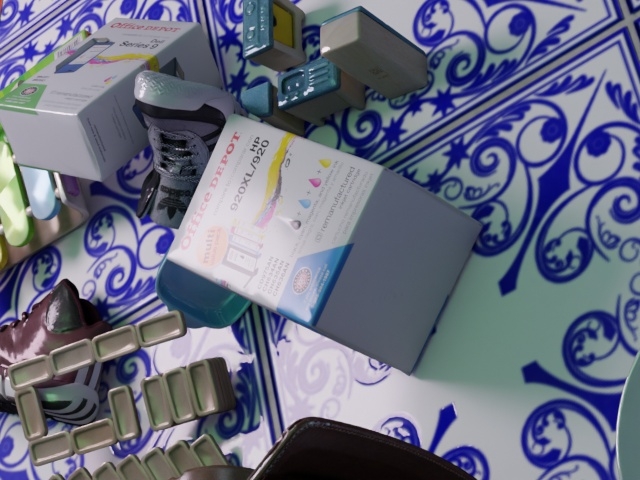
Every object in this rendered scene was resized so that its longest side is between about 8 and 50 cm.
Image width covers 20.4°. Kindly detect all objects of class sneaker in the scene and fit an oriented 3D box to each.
[{"bbox_3d":[-0.148,-0.089,1.911,0.101,0.268,0.153,14,87,10],"label":"sneaker"},{"bbox_3d":[-0.349,0.117,2.084,0.281,0.106,0.162,9,71,32],"label":"sneaker"}]

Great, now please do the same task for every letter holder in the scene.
[{"bbox_3d":[0.058,0.295,1.497,0.214,0.302,0.152,-54,46,7],"label":"letter holder"}]

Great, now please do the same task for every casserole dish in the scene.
[{"bbox_3d":[-0.103,0.007,1.910,0.188,0.114,0.037,-56,27,6],"label":"casserole dish"}]

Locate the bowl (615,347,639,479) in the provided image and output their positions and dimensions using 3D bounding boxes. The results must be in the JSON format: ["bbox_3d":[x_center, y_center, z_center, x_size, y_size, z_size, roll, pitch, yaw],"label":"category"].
[{"bbox_3d":[0.391,0.158,1.391,0.298,0.134,0.297,-18,60,33],"label":"bowl"}]

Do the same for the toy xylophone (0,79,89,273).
[{"bbox_3d":[-0.417,-0.055,2.195,0.323,0.081,0.236,-37,65,25],"label":"toy xylophone"}]

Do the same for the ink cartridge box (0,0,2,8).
[{"bbox_3d":[-0.543,-0.262,2.448,0.232,0.066,0.189,-16,60,40],"label":"ink cartridge box"}]

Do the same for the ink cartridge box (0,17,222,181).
[{"bbox_3d":[-0.242,-0.167,2.045,0.154,0.093,0.212,11,39,42],"label":"ink cartridge box"}]

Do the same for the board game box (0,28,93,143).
[{"bbox_3d":[-0.375,-0.151,2.264,0.259,0.039,0.124,-30,54,25],"label":"board game box"}]

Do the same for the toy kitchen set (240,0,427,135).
[{"bbox_3d":[-0.005,-0.228,1.919,0.207,0.122,0.166,-19,59,33],"label":"toy kitchen set"}]

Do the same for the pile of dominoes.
[{"bbox_3d":[-0.208,0.196,1.927,0.251,0.040,0.196,-19,82,25],"label":"pile of dominoes"}]

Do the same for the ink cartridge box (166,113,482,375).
[{"bbox_3d":[0.000,0.000,1.777,0.233,0.168,0.171,23,87,45],"label":"ink cartridge box"}]

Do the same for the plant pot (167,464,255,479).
[{"bbox_3d":[-0.097,0.317,1.728,0.167,0.167,0.165,-25,49,30],"label":"plant pot"}]
